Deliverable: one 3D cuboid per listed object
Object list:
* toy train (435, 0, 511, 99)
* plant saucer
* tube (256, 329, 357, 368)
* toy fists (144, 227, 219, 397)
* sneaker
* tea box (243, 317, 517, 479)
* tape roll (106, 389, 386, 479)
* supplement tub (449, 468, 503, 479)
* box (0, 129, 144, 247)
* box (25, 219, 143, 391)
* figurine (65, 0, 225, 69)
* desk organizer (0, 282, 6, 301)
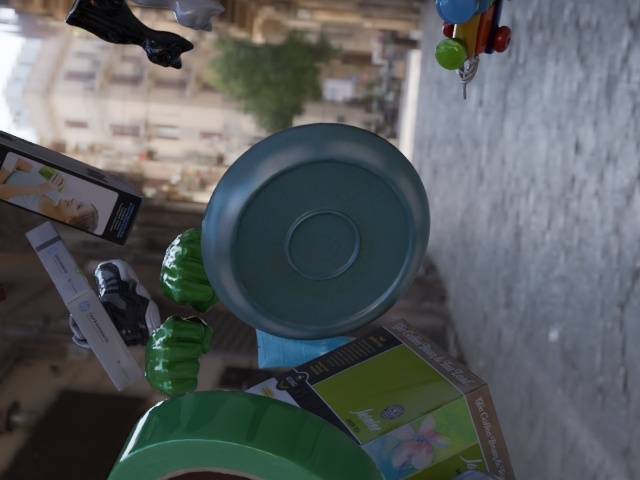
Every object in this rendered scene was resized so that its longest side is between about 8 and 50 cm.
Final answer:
[{"bbox_3d":[0.218,-0.295,1.909,0.143,0.105,0.248,-46,-30,-49],"label":"toy train"},{"bbox_3d":[0.000,0.000,1.683,0.044,0.317,0.318,-117,28,-64],"label":"plant saucer"},{"bbox_3d":[-0.029,0.199,2.285,0.052,0.207,0.080,-10,-81,-60],"label":"tube"},{"bbox_3d":[-0.221,0.119,2.058,0.142,0.096,0.279,151,130,-75],"label":"toy fists"},{"bbox_3d":[-0.418,0.124,2.420,0.268,0.153,0.101,43,136,49],"label":"sneaker"},{"bbox_3d":[0.081,0.318,1.941,0.220,0.323,0.329,70,168,-20],"label":"tea box"},{"bbox_3d":[-0.080,0.306,1.409,0.077,0.321,0.321,-68,-15,-47],"label":"tape roll"},{"bbox_3d":[0.132,0.470,1.652,0.207,0.338,0.207,50,160,26],"label":"supplement tub"},{"bbox_3d":[-0.433,-0.093,1.960,0.087,0.289,0.169,-66,20,5],"label":"box"},{"bbox_3d":[-0.284,0.075,1.505,0.186,0.038,0.145,47,164,53],"label":"box"},{"bbox_3d":[-0.278,-0.375,2.043,0.215,0.209,0.092,-34,32,54],"label":"figurine"},{"bbox_3d":[-0.482,0.103,1.686,0.130,0.047,0.050,-35,-47,-36],"label":"desk organizer"}]
